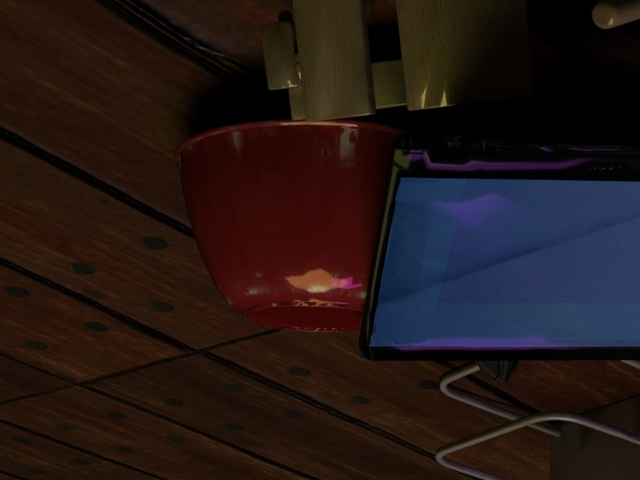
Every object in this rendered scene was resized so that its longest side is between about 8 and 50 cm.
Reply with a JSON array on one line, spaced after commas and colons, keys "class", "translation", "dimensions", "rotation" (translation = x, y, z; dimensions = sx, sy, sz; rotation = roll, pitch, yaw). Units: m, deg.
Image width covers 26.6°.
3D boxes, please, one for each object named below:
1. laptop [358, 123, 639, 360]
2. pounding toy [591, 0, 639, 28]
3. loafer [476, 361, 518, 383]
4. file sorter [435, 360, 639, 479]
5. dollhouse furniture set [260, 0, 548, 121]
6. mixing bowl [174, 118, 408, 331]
[{"class": "laptop", "translation": [0.156, 0.013, 0.674], "dimensions": [0.234, 0.136, 0.264], "rotation": [0, -176, -9]}, {"class": "pounding toy", "translation": [0.174, -0.118, 0.533], "dimensions": [0.100, 0.141, 0.130], "rotation": [-8, 151, 26]}, {"class": "loafer", "translation": [0.126, 0.054, 1.001], "dimensions": [0.061, 0.062, 0.170], "rotation": [22, 155, 17]}, {"class": "file sorter", "translation": [0.198, 0.242, 1.109], "dimensions": [0.173, 0.278, 0.193], "rotation": [21, 150, -25]}, {"class": "dollhouse furniture set", "translation": [0.042, -0.128, 0.669], "dimensions": [0.144, 0.123, 0.151], "rotation": [-4, -173, 20]}, {"class": "mixing bowl", "translation": [0.000, 0.000, 0.815], "dimensions": [0.181, 0.098, 0.181], "rotation": [1, 166, 0]}]
